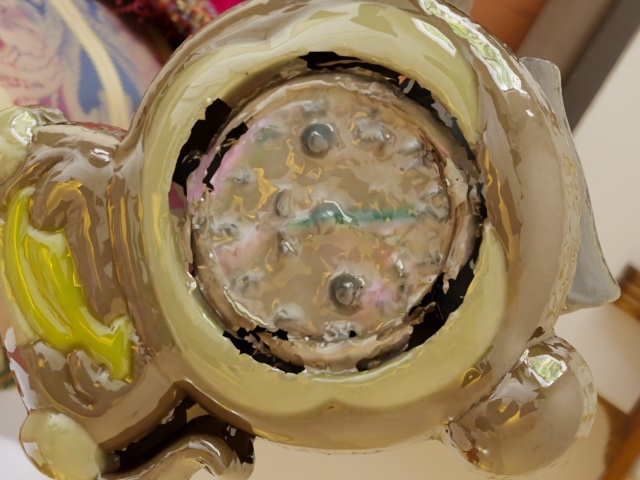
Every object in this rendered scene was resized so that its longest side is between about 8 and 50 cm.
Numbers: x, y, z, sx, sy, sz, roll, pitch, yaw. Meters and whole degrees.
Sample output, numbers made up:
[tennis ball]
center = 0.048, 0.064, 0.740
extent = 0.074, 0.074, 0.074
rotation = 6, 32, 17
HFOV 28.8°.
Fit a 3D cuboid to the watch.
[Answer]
[watch]
center = 0.000, 0.000, 0.761
extent = 0.335, 0.314, 0.327
rotation = -15, 174, 5
